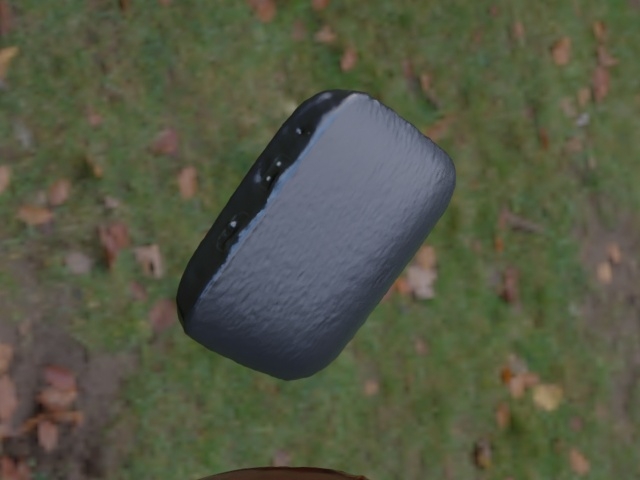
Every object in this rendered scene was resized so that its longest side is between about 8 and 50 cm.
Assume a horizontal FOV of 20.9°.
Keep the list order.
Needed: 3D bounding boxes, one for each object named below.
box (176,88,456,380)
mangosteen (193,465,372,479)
[{"bbox_3d":[0.000,0.000,1.245,0.212,0.042,0.201,-56,144,1],"label":"box"},{"bbox_3d":[-0.035,0.178,0.525,0.257,0.215,0.215,-4,87,-39],"label":"mangosteen"}]
